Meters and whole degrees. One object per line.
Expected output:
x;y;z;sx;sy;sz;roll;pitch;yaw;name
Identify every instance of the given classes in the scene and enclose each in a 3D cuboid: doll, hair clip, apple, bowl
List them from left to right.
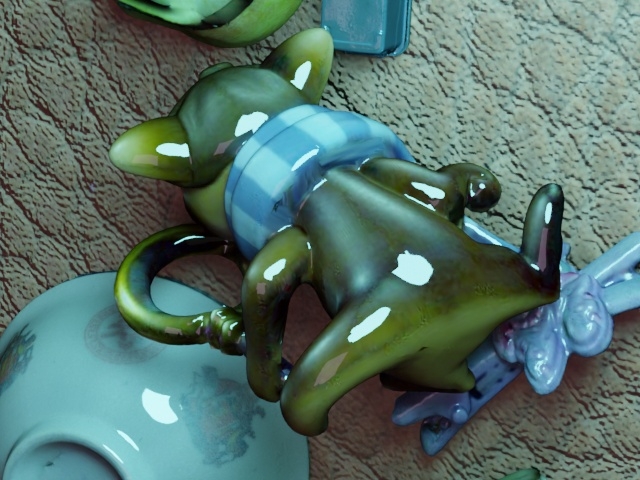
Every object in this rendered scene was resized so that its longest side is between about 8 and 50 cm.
-0.195;0.212;1.439;0.345;0.157;0.345;6;108;18;bowl
-0.087;-0.257;1.254;0.207;0.174;0.188;18;93;59;apple
0.001;0.002;1.262;0.318;0.209;0.340;-44;67;-7;doll
0.160;0.090;1.304;0.090;0.137;0.278;32;120;-31;hair clip

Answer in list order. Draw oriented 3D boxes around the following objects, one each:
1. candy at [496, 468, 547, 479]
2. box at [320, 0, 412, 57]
0.069;0.336;1.371;0.320;0.179;0.135;-28;93;24;candy
0.034;-0.200;1.291;0.074;0.054;0.099;9;109;19;box
